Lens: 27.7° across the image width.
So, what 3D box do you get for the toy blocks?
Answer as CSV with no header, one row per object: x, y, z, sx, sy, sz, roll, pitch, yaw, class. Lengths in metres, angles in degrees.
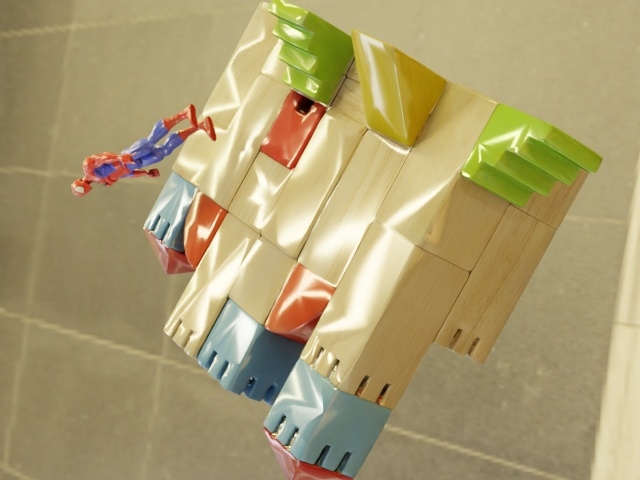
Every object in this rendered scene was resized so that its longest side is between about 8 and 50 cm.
0.000,0.000,0.887,0.381,0.191,0.261,35,98,52,toy blocks

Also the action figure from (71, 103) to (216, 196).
-0.130,-0.059,0.922,0.115,0.038,0.030,-23,66,22,action figure
